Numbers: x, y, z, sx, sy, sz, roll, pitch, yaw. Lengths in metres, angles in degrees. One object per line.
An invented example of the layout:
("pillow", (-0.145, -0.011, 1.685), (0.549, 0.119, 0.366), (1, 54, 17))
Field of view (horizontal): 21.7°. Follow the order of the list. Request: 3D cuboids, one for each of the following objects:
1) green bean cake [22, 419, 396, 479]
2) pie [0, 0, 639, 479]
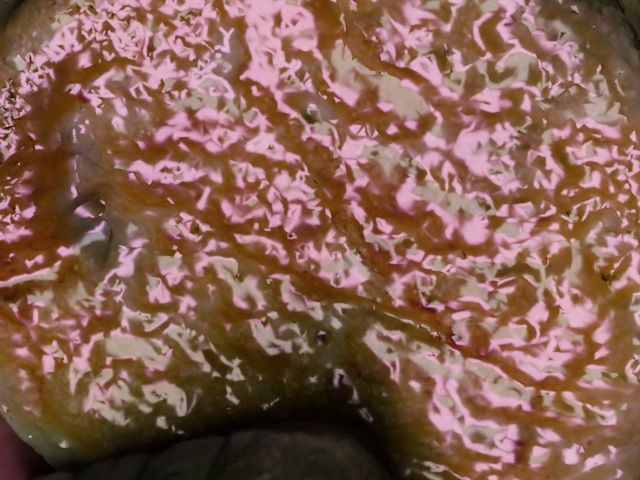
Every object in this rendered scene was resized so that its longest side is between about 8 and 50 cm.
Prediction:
("green bean cake", (-0.035, 0.157, 0.548), (0.185, 0.094, 0.183), (-14, 124, 34))
("pie", (0.000, 0.000, 0.541), (0.277, 0.078, 0.277), (4, 119, 8))
